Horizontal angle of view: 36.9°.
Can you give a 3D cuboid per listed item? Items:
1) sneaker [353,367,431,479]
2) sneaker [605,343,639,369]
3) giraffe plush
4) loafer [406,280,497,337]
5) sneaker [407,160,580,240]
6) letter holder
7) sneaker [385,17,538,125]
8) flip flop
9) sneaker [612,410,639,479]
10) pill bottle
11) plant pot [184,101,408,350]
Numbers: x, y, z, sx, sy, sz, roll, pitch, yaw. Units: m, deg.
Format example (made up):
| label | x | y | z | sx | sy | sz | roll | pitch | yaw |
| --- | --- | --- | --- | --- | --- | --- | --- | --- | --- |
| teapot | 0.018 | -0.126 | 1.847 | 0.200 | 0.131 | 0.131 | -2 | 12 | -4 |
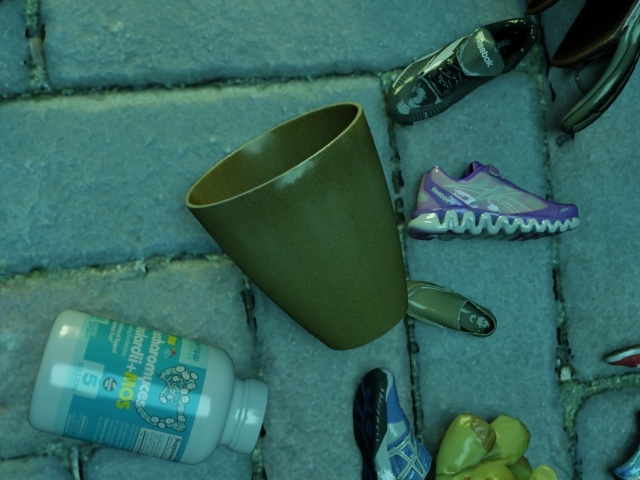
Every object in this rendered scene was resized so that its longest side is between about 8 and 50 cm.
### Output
| label | x | y | z | sx | sy | sz | roll | pitch | yaw |
| --- | --- | --- | --- | --- | --- | --- | --- | --- | --- |
| sneaker | 0.094 | 0.264 | 1.241 | 0.081 | 0.080 | 0.211 | -8 | 99 | -18 |
| sneaker | 0.454 | 0.176 | 1.328 | 0.118 | 0.042 | 0.067 | -10 | 87 | -14 |
| giraffe plush | 0.223 | 0.319 | 1.179 | 0.210 | 0.170 | 0.181 | -10 | 103 | -34 |
| loafer | 0.171 | 0.090 | 1.270 | 0.148 | 0.050 | 0.056 | 16 | 85 | -11 |
| sneaker | 0.231 | -0.053 | 1.271 | 0.236 | 0.095 | 0.104 | 2 | 80 | -10 |
| letter holder | 0.311 | -0.343 | 1.183 | 0.152 | 0.302 | 0.214 | 29 | 94 | -2 |
| sneaker | 0.189 | -0.231 | 1.257 | 0.234 | 0.106 | 0.078 | -31 | 93 | -11 |
| flip flop | 0.393 | -0.270 | 1.295 | 0.080 | 0.112 | 0.277 | 29 | 97 | 17 |
| sneaker | 0.457 | 0.271 | 1.326 | 0.162 | 0.063 | 0.073 | -40 | 78 | -14 |
| pill bottle | -0.201 | 0.181 | 1.144 | 0.264 | 0.146 | 0.146 | 15 | 85 | -11 |
| plant pot | 0.000 | 0.000 | 1.166 | 0.237 | 0.237 | 0.254 | -32 | 108 | -11 |
